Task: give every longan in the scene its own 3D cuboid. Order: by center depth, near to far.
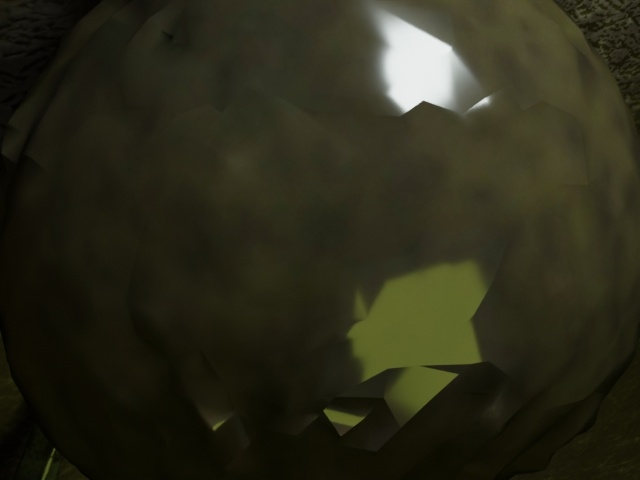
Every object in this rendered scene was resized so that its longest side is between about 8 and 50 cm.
[{"bbox_3d":[0.000,0.000,0.787,0.391,0.391,0.391,-19,137,-18],"label":"longan"}]

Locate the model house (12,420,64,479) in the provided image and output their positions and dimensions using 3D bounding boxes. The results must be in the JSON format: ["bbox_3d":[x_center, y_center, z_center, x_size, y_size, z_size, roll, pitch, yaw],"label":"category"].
[{"bbox_3d":[-0.276,0.224,0.979,0.278,0.205,0.218,-66,171,8],"label":"model house"}]
